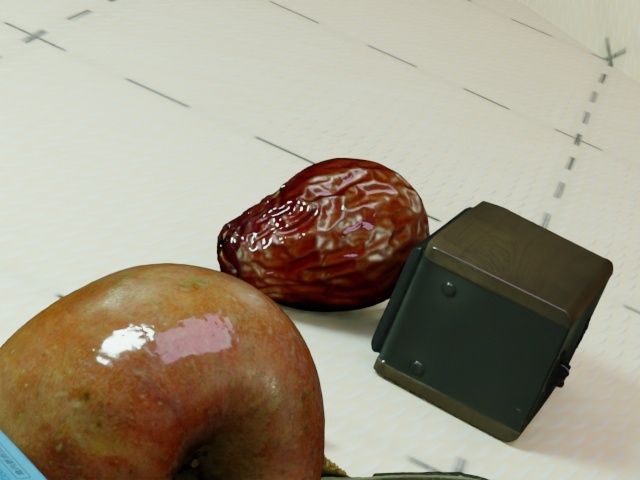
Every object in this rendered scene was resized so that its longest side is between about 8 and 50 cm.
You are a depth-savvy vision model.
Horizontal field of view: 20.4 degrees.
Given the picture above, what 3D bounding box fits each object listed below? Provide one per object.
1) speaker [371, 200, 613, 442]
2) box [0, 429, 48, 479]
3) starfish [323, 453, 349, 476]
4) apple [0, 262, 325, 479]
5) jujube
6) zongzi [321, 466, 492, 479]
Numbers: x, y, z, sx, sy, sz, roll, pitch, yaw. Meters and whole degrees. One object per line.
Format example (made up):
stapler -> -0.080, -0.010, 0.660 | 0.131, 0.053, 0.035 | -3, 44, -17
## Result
speaker -> 0.183, 0.076, 1.832 | 0.192, 0.153, 0.231 | 26, 20, 12
box -> -0.221, 0.205, 1.086 | 0.083, 0.143, 0.232 | -2, 31, -47
starfish -> -0.056, 0.152, 1.478 | 0.240, 0.043, 0.227 | 34, 12, 1
apple -> -0.124, 0.133, 1.224 | 0.253, 0.254, 0.253 | 20, 20, -8
jujube -> 0.000, 0.000, 1.858 | 0.236, 0.168, 0.168 | -16, 39, -31
zongzi -> 0.051, 0.225, 1.423 | 0.247, 0.111, 0.241 | 12, 4, -12
